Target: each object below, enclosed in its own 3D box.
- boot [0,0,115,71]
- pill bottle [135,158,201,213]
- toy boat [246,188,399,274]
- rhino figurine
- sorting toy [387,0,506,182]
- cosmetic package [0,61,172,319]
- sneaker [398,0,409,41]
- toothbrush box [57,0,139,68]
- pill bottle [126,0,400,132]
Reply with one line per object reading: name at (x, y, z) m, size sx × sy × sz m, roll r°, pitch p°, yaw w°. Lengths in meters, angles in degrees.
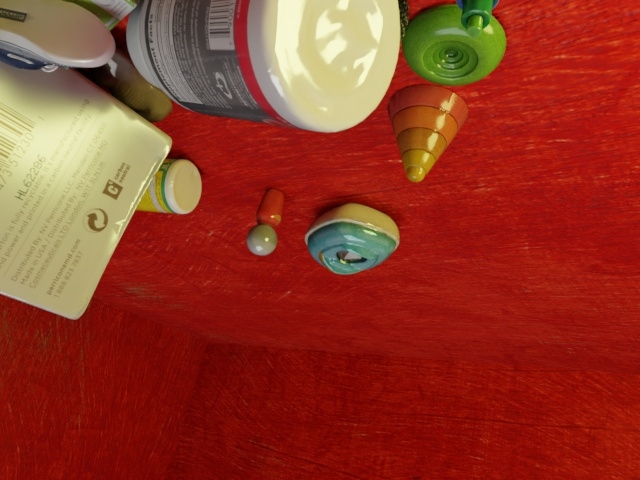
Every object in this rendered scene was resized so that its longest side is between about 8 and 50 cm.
boot at (-0.311, -0.226, 0.612) m, size 0.190 × 0.069 × 0.086 m, roll 20°, pitch 167°, yaw 6°
pill bottle at (-0.376, -0.121, 1.159) m, size 0.209 × 0.117 × 0.117 m, roll 5°, pitch 157°, yaw 20°
toy boat at (0.000, 0.000, 1.194) m, size 0.319 × 0.148 × 0.267 m, roll 18°, pitch 158°, yaw -12°
rhino figurine at (-0.322, -0.264, 0.829) m, size 0.106 × 0.073 × 0.243 m, roll 10°, pitch 162°, yaw 27°
sorting toy at (0.152, -0.186, 0.675) m, size 0.127 × 0.126 × 0.365 m, roll 13°, pitch 159°, yaw 3°
cosmetic package at (-0.523, -0.119, 0.858) m, size 0.394 × 0.329 × 0.327 m, roll 14°, pitch 165°, yaw 45°
sneaker at (0.037, -0.285, 0.611) m, size 0.075 × 0.057 × 0.161 m, roll 16°, pitch 168°, yaw 45°
toothbrush box at (-0.347, -0.346, 0.579) m, size 0.206 × 0.122 × 0.283 m, roll -9°, pitch 148°, yaw 44°
pill bottle at (-0.086, -0.221, 0.590) m, size 0.319 × 0.176 × 0.176 m, roll 20°, pitch 169°, yaw 44°
